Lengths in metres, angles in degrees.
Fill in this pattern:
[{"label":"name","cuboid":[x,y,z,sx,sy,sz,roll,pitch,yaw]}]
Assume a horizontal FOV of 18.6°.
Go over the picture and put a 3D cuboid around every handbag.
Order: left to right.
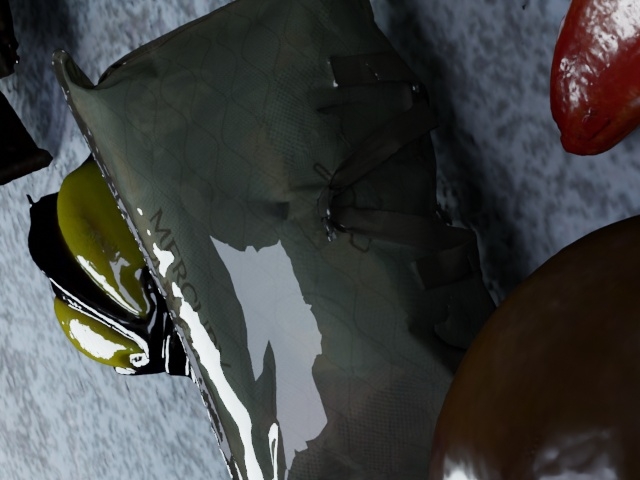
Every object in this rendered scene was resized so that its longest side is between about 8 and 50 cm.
[{"label":"handbag","cuboid":[0.000,0.000,0.842,0.182,0.117,0.270,-27,78,14]}]

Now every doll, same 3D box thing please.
[{"label":"doll","cuboid":[-0.067,0.030,0.983,0.248,0.088,0.127,36,102,33]}]

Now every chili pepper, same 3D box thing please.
[{"label":"chili pepper","cuboid":[0.124,-0.083,0.700,0.169,0.064,0.088,121,140,-53]}]

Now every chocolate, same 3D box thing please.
[{"label":"chocolate","cuboid":[0.123,0.071,0.695,0.176,0.176,0.177,26,124,47]}]

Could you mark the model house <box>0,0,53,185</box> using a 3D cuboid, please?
[{"label":"model house","cuboid":[-0.218,-0.119,1.127,0.164,0.141,0.203,17,141,26]}]
